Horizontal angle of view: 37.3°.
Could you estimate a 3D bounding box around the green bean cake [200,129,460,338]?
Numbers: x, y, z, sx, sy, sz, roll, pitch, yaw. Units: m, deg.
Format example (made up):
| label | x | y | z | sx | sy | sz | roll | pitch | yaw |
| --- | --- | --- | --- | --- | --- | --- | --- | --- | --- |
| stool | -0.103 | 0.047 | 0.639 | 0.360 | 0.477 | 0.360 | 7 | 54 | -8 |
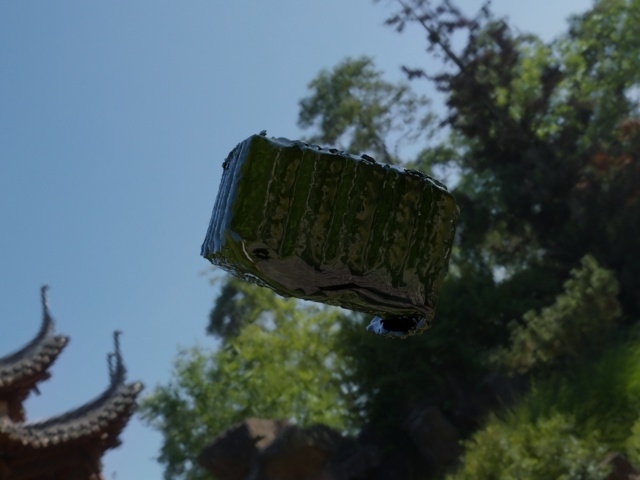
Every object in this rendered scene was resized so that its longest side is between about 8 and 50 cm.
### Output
| label | x | y | z | sx | sy | sz | roll | pitch | yaw |
| --- | --- | --- | --- | --- | --- | --- | --- | --- | --- |
| green bean cake | 0.000 | 0.000 | 1.326 | 0.335 | 0.319 | 0.218 | 144 | 141 | -78 |
